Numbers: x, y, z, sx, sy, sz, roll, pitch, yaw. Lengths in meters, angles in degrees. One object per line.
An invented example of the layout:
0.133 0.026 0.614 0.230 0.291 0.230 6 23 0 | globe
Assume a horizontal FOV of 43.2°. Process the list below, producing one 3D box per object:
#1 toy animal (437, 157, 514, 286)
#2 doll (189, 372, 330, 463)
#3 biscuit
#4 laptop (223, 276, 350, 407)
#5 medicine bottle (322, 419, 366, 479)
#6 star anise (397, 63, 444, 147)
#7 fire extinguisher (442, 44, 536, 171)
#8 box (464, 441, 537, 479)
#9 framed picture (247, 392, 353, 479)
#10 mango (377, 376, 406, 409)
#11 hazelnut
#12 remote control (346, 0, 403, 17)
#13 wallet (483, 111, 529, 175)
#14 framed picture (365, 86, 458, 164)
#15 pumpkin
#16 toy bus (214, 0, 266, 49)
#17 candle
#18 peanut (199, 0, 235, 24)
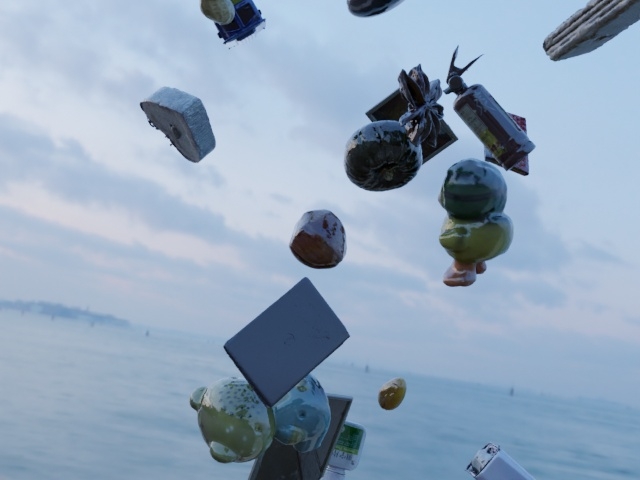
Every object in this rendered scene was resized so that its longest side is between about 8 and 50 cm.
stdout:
0.414 -0.051 2.133 0.191 0.338 0.216 7 20 27 | toy animal
-0.121 0.350 1.623 0.260 0.177 0.161 -7 -42 -28 | doll
0.674 -0.529 1.896 0.144 0.079 0.426 -17 -4 -12 | biscuit
-0.055 0.169 1.355 0.135 0.197 0.016 55 -26 -6 | laptop
0.058 0.619 2.371 0.119 0.183 0.069 20 -9 -18 | medicine bottle
0.257 -0.334 2.032 0.073 0.212 0.197 -3 -3 41 | star anise
0.321 -0.261 1.567 0.252 0.106 0.075 51 -10 8 | fire extinguisher
0.529 0.652 1.980 0.369 0.112 0.190 43 -6 8 | box
-0.052 0.521 2.092 0.211 0.290 0.020 13 14 -27 | framed picture
0.207 0.437 2.309 0.057 0.114 0.079 16 31 -34 | mango
0.000 0.000 1.864 0.143 0.143 0.154 10 5 -7 | hazelnut
0.183 -0.613 1.795 0.221 0.103 0.332 -25 -8 -42 | remote control
0.396 -0.218 1.727 0.103 0.196 0.020 20 -47 -7 | wallet
0.284 -0.354 2.504 0.250 0.184 0.016 49 20 -20 | framed picture
0.167 -0.222 2.172 0.223 0.157 0.224 -7 -36 -5 | pumpkin
-0.251 -0.653 2.318 0.138 0.175 0.288 -29 11 2 | toy bus
-0.316 -0.272 1.836 0.192 0.068 0.168 46 -26 -8 | candle
-0.268 -0.605 1.980 0.082 0.082 0.187 6 -35 20 | peanut
